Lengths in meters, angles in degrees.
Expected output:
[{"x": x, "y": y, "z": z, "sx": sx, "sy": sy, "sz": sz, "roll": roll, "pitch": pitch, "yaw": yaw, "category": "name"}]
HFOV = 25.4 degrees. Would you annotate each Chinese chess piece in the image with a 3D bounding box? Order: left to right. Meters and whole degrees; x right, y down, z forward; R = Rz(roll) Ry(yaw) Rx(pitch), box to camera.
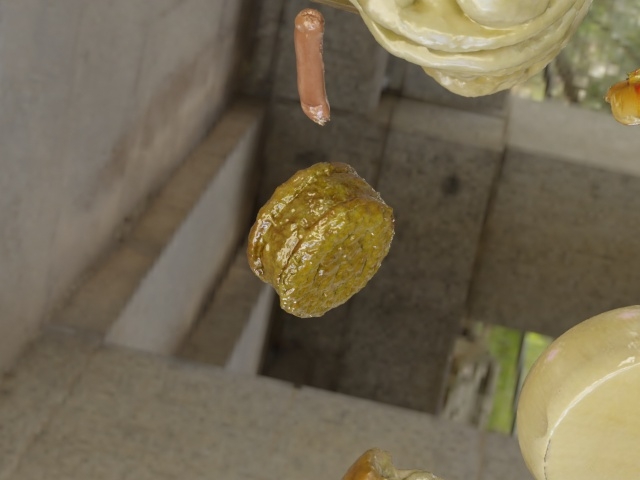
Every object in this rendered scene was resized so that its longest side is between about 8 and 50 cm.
[{"x": 0.329, "y": 0.181, "z": 1.494, "sx": 0.097, "sy": 0.251, "sz": 0.250, "roll": -110, "pitch": -156, "yaw": -51, "category": "Chinese chess piece"}]

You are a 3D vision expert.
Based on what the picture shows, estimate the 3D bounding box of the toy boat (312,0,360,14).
[{"x": 0.032, "y": -0.354, "z": 1.947, "sx": 0.206, "sy": 0.064, "sz": 0.072, "roll": 6, "pitch": 95, "yaw": -50, "category": "toy boat"}]

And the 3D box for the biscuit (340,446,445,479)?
[{"x": 0.121, "y": 0.400, "z": 1.802, "sx": 0.213, "sy": 0.274, "sz": 0.091, "roll": -56, "pitch": -167, "yaw": -4, "category": "biscuit"}]

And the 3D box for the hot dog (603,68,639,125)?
[{"x": 0.474, "y": -0.197, "z": 1.798, "sx": 0.104, "sy": 0.250, "sz": 0.076, "roll": -39, "pitch": 121, "yaw": -48, "category": "hot dog"}]

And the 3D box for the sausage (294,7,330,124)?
[{"x": -0.010, "y": -0.203, "z": 1.668, "sx": 0.042, "sy": 0.036, "sz": 0.158, "roll": -115, "pitch": -166, "yaw": -46, "category": "sausage"}]

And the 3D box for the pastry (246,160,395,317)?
[{"x": 0.000, "y": 0.000, "z": 1.752, "sx": 0.189, "sy": 0.103, "sz": 0.188, "roll": -32, "pitch": 146, "yaw": -25, "category": "pastry"}]

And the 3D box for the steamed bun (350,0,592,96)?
[{"x": 0.190, "y": -0.334, "z": 1.616, "sx": 0.372, "sy": 0.230, "sz": 0.324, "roll": 8, "pitch": 72, "yaw": -48, "category": "steamed bun"}]
